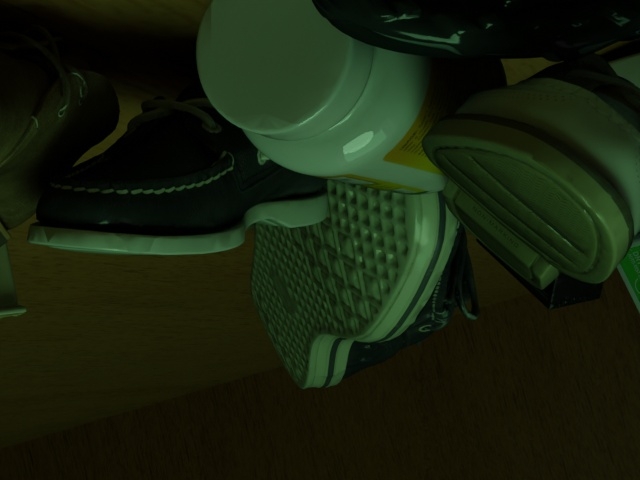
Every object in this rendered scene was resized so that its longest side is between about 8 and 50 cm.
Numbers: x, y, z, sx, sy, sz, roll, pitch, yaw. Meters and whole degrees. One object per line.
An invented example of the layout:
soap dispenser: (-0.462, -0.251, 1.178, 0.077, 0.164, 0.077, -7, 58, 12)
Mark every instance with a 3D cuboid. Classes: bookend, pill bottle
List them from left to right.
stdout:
pill bottle: (0.020, -0.090, 0.726, 0.118, 0.117, 0.208, -19, 170, 24)
bookend: (0.258, -0.032, 1.480, 0.072, 0.156, 0.157, -10, 125, -25)

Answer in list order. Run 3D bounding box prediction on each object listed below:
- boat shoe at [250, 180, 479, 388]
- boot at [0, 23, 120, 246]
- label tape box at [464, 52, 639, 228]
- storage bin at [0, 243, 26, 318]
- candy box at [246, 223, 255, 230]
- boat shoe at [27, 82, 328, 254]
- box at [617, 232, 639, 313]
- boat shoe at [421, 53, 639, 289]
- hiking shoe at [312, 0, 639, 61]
boat shoe: (0.046, 0.003, 1.088, 0.156, 0.186, 0.500, -23, 166, -14)
boot: (-0.169, -0.079, 0.653, 0.115, 0.112, 0.305, -37, 175, -12)
label tape box: (0.301, -0.096, 1.122, 0.334, 0.106, 0.241, -14, 173, 42)
storage bin: (-0.370, 0.034, 0.839, 0.260, 0.123, 0.262, -4, 166, -44)
candy box: (-0.098, -0.030, 1.154, 0.206, 0.027, 0.105, -5, 163, -44)
boat shoe: (-0.075, -0.049, 0.778, 0.114, 0.091, 0.302, 7, -170, 15)
box: (0.431, -0.040, 1.301, 0.231, 0.126, 0.262, -20, -161, 29)
boat shoe: (0.126, -0.046, 0.677, 0.103, 0.113, 0.302, -48, 176, -1)
hiking shoe: (0.125, -0.132, 0.656, 0.304, 0.113, 0.132, -11, 169, -22)
